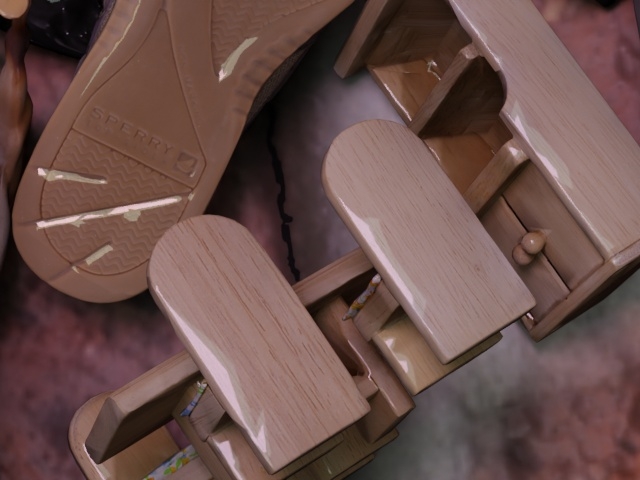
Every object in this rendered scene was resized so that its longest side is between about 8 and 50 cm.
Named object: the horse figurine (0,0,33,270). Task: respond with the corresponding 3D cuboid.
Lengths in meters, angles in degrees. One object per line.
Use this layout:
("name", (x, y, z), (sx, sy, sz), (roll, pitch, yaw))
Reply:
("horse figurine", (-0.166, -0.010, 0.799), (0.066, 0.174, 0.263), (11, 76, -8))

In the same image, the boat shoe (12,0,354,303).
("boat shoe", (-0.046, -0.107, 0.828), (0.103, 0.092, 0.285), (28, 96, -15))

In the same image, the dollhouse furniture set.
("dollhouse furniture set", (0.000, 0.000, 0.765), (0.242, 0.212, 0.161), (-30, 79, -24))

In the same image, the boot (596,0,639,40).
("boot", (0.250, -0.151, 0.774), (0.280, 0.096, 0.264), (-40, 65, 19))

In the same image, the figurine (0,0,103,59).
("figurine", (-0.180, -0.197, 0.886), (0.209, 0.092, 0.214), (9, 82, 2))
